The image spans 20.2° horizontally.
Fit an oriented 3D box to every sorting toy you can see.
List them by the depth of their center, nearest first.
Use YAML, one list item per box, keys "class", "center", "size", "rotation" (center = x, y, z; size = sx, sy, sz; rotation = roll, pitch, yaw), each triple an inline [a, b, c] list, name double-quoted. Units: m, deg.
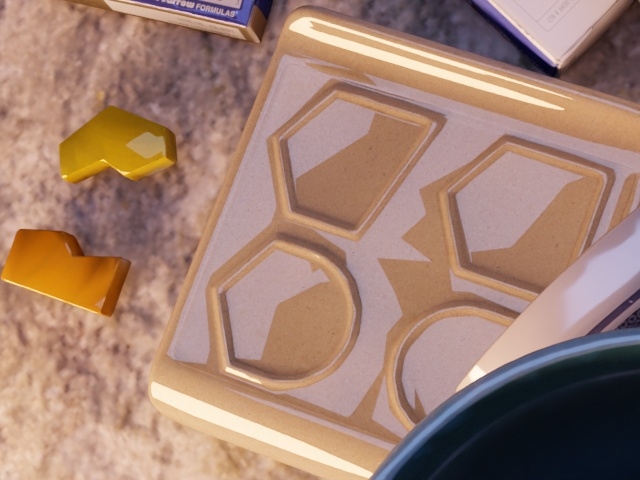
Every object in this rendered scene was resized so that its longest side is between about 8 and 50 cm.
- class: "sorting toy"
  center: [0.000, 0.000, 0.933]
  size: [0.307, 0.041, 0.229]
  rotation: [19, 87, 16]

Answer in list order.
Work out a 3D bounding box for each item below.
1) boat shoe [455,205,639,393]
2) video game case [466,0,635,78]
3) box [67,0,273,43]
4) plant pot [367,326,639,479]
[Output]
- class: "boat shoe"
  center: [0.237, 0.023, 0.814]
  size: [0.340, 0.127, 0.158]
  rotation: [-36, 76, -7]
- class: "video game case"
  center: [0.110, -0.262, 0.931]
  size: [0.269, 0.061, 0.244]
  rotation: [44, 90, 6]
- class: "box"
  center: [-0.067, -0.231, 0.996]
  size: [0.136, 0.036, 0.225]
  rotation: [14, 82, 14]
- class: "plant pot"
  center: [0.148, 0.189, 0.743]
  size: [0.272, 0.255, 0.271]
  rotation: [-2, 78, 11]
